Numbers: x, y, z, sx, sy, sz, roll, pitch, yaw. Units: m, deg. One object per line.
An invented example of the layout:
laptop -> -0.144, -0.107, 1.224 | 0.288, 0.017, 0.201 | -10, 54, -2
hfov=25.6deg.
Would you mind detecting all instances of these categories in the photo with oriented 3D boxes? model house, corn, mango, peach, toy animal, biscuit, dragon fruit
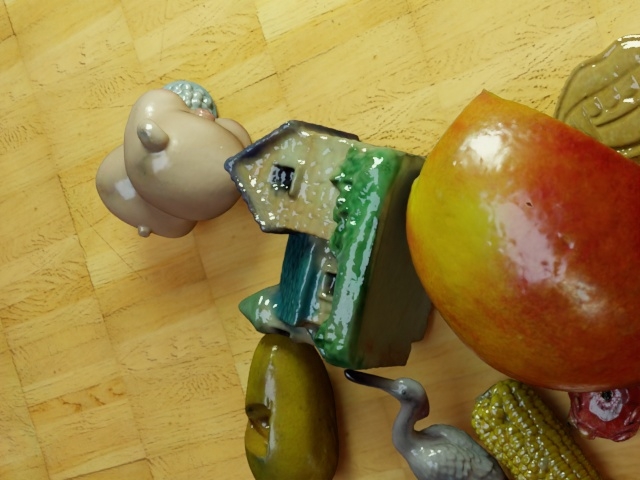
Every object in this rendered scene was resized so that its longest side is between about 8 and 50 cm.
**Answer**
model house -> 0.000, 0.000, 1.922 | 0.280, 0.245, 0.312 | 17, 99, 29
corn -> 0.316, 0.313, 1.844 | 0.313, 0.102, 0.102 | 50, 123, 14
mango -> -0.046, 0.255, 2.064 | 0.130, 0.167, 0.261 | -2, 94, 22
peach -> 0.273, 0.021, 1.701 | 0.380, 0.242, 0.306 | 35, 100, 8
toy animal -> 0.156, 0.295, 1.898 | 0.195, 0.090, 0.324 | -7, 126, 9
toy animal -> -0.224, -0.104, 2.092 | 0.221, 0.210, 0.229 | -57, 31, 21
biscuit -> 0.378, -0.174, 1.748 | 0.221, 0.029, 0.142 | -29, 82, 36
dragon fruit -> 0.362, 0.207, 1.808 | 0.126, 0.068, 0.112 | 2, 97, 36
